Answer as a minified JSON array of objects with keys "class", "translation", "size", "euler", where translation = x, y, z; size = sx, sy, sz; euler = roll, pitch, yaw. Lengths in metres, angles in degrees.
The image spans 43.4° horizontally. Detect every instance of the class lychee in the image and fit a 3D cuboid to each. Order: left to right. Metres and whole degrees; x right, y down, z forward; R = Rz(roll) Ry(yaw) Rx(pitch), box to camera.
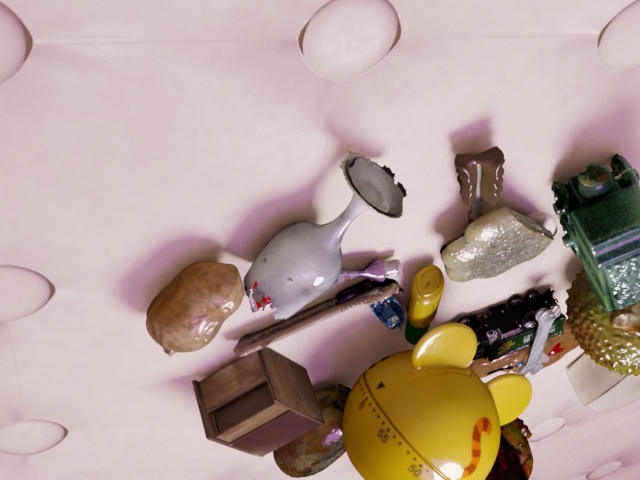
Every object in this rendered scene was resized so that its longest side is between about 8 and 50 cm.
[{"class":"lychee","translation":[0.669,0.159,1.740],"size":[0.270,0.320,0.269],"euler":[5,120,9]}]

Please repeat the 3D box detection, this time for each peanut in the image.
[{"class":"peanut","translation":[-0.221,0.118,1.406],"size":[0.129,0.129,0.224],"euler":[16,128,-39]}]

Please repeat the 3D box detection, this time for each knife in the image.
[{"class":"knife","translation":[-0.011,0.147,1.592],"size":[0.365,0.089,0.043],"euler":[-23,99,7]}]

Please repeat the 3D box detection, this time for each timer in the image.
[{"class":"timer","translation":[0.245,0.372,1.732],"size":[0.387,0.376,0.376],"euler":[-47,138,7]}]

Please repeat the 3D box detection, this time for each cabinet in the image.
[{"class":"cabinet","translation":[-0.131,0.340,1.710],"size":[0.175,0.148,0.215],"euler":[-32,146,14]}]

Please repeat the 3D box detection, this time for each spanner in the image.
[{"class":"spanner","translation":[0.503,0.237,1.846],"size":[0.071,0.017,0.302],"euler":[-16,142,-11]}]

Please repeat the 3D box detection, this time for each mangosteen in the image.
[{"class":"mangosteen","translation":[0.367,0.607,2.130],"size":[0.381,0.421,0.381],"euler":[16,135,17]}]

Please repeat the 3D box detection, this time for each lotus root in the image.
[{"class":"lotus root","translation":[-0.008,0.464,1.915],"size":[0.160,0.152,0.275],"euler":[12,132,-41]}]

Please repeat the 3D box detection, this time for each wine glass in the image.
[{"class":"wine glass","translation":[0.000,0.000,1.359],"size":[0.143,0.143,0.321],"euler":[14,133,-37]}]

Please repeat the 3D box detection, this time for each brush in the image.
[{"class":"brush","translation":[0.287,-0.076,1.467],"size":[0.084,0.071,0.301],"euler":[-6,152,7]}]

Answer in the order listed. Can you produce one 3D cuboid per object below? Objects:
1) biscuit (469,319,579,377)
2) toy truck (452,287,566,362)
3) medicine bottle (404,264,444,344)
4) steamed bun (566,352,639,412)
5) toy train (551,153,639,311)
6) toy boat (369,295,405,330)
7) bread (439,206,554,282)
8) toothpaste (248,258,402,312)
[{"class":"biscuit","translation":[0.532,0.286,2.040],"size":[0.320,0.047,0.183],"euler":[-13,140,-9]},{"class":"toy truck","translation":[0.426,0.199,1.845],"size":[0.259,0.088,0.121],"euler":[-20,144,-3]},{"class":"medicine bottle","translation":[0.213,0.148,1.687],"size":[0.064,0.095,0.260],"euler":[17,150,11]},{"class":"steamed bun","translation":[0.804,0.352,2.159],"size":[0.164,0.146,0.241],"euler":[14,129,-33]},{"class":"toy train","translation":[0.552,-0.013,1.515],"size":[0.167,0.238,0.299],"euler":[-25,142,10]},{"class":"toy boat","translation":[0.141,0.148,1.667],"size":[0.060,0.060,0.137],"euler":[-27,144,8]},{"class":"bread","translation":[0.335,0.021,1.568],"size":[0.207,0.056,0.287],"euler":[-37,151,28]},{"class":"toothpaste","translation":[0.009,0.075,1.529],"size":[0.301,0.048,0.075],"euler":[-10,146,-10]}]
